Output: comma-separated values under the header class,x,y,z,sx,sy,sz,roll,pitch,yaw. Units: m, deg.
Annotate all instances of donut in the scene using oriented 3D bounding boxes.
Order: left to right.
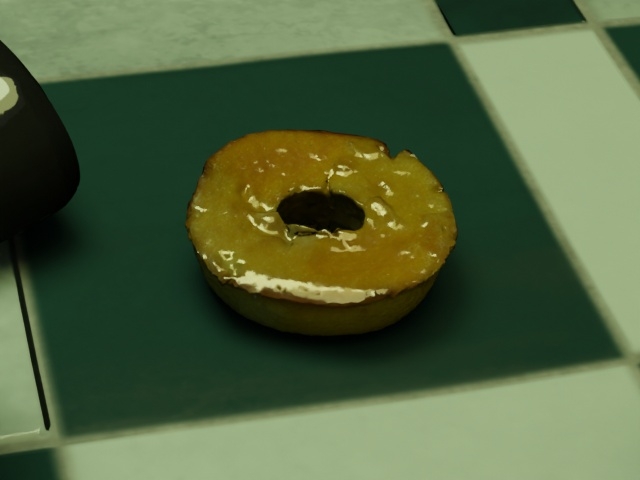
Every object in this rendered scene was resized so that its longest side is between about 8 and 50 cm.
class,x,y,z,sx,sy,sz,roll,pitch,yaw
donut,0.000,0.000,1.160,0.178,0.065,0.162,16,47,10

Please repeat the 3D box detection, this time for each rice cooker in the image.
class,x,y,z,sx,sy,sz,roll,pitch,yaw
rice cooker,-0.253,-0.078,1.163,0.203,0.142,0.118,30,58,30
